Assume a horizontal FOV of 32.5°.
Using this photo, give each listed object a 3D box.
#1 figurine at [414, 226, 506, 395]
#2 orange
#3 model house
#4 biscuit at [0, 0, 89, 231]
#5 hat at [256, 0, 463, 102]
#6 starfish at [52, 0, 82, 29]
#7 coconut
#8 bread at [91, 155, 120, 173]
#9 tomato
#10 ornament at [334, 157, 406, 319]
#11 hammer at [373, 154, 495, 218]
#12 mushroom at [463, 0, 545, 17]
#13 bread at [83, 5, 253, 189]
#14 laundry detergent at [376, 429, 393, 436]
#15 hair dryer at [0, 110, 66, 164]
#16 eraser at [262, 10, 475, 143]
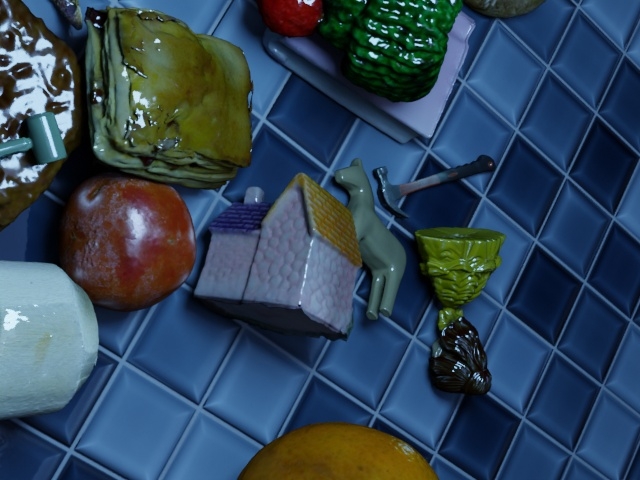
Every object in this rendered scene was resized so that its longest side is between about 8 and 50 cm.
[{"bbox_3d":[0.261,0.141,2.131,0.187,0.168,0.315,-21,115,-69],"label":"figurine"},{"bbox_3d":[0.045,0.509,1.833,0.326,0.424,0.424,-9,94,-58],"label":"orange"},{"bbox_3d":[-0.055,0.027,1.875,0.202,0.237,0.237,31,68,-50],"label":"model house"},{"bbox_3d":[-0.546,-0.221,1.620,0.395,0.166,0.342,44,66,-22],"label":"biscuit"},{"bbox_3d":[0.062,-0.384,1.840,0.332,0.274,0.242,17,69,-1],"label":"hat"},{"bbox_3d":[-0.441,-0.438,1.749,0.238,0.071,0.216,-10,100,-21],"label":"starfish"},{"bbox_3d":[-0.473,0.145,1.617,0.266,0.237,0.237,0,89,-30],"label":"coconut"},{"bbox_3d":[-0.336,-0.119,1.819,0.083,0.036,0.047,37,68,-28],"label":"bread"},{"bbox_3d":[-0.298,0.004,1.745,0.232,0.188,0.232,-4,96,-40],"label":"tomato"},{"bbox_3d":[0.082,-0.015,2.038,0.230,0.061,0.245,49,41,-30],"label":"ornament"},{"bbox_3d":[0.232,-0.122,2.167,0.288,0.033,0.111,-19,98,-30],"label":"hammer"},{"bbox_3d":[0.323,-0.552,2.190,0.151,0.156,0.285,-37,109,3],"label":"mushroom"},{"bbox_3d":[-0.222,-0.231,1.732,0.324,0.167,0.277,22,55,-58],"label":"bread"},{"bbox_3d":[0.099,0.420,2.053,0.144,0.078,0.221,-41,107,-27],"label":"laundry detergent"},{"bbox_3d":[-0.443,-0.132,1.567,0.150,0.047,0.071,-19,97,-20],"label":"hair dryer"},{"bbox_3d":[0.092,-0.382,2.039,0.359,0.122,0.272,28,77,-27],"label":"eraser"}]
